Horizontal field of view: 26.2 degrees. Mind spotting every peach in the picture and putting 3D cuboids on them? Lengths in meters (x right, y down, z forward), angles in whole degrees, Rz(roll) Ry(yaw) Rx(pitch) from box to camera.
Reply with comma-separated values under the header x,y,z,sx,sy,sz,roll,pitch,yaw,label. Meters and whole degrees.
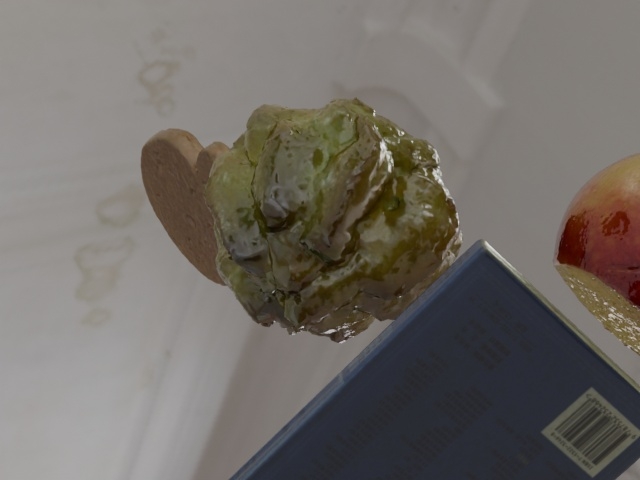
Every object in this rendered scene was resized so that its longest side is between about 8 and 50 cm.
x,y,z,sx,sy,sz,roll,pitch,yaw,label
0.268,0.029,1.040,0.190,0.190,0.192,86,-160,-55,peach

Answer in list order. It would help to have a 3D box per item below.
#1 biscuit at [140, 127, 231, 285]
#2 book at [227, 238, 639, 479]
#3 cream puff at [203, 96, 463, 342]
x,y,z,sx,sy,sz,roll,pitch,yaw,label
-0.119,-0.038,1.582,0.044,0.289,0.202,-32,-73,-29,biscuit
0.075,0.152,0.909,0.191,0.025,0.269,41,-78,-18,book
0.006,-0.013,1.220,0.244,0.196,0.244,-5,-58,-9,cream puff
